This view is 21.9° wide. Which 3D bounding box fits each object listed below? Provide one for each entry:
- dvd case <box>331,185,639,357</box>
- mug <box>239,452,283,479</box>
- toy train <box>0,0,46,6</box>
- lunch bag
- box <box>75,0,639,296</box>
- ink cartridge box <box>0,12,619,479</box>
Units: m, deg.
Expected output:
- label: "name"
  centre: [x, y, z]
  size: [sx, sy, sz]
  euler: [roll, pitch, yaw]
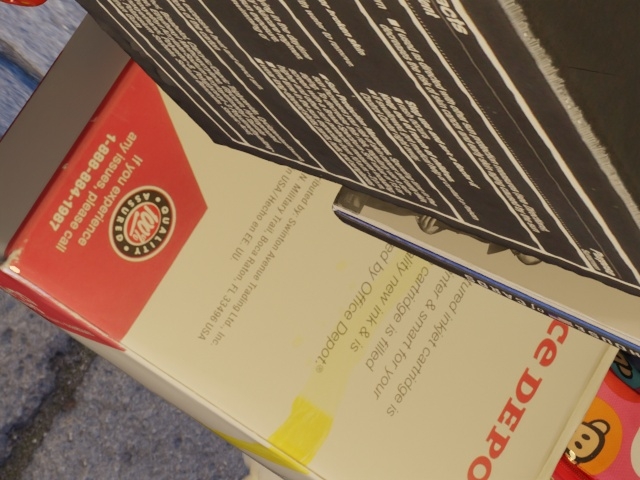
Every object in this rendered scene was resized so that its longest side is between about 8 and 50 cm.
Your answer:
- label: "dvd case"
  centre: [0.148, -0.043, 0.804]
  size: [0.239, 0.179, 0.029]
  euler: [25, 169, 25]
- label: "mug"
  centre: [0.054, 0.261, 1.499]
  size: [0.328, 0.374, 0.276]
  euler: [45, 153, 25]
- label: "toy train"
  centre: [-0.113, -0.174, 0.910]
  size: [0.143, 0.105, 0.248]
  euler: [11, 178, 15]
- label: "lunch bag"
  centre: [0.202, 0.125, 1.298]
  size: [0.258, 0.120, 0.293]
  euler: [38, -175, -32]
- label: "box"
  centre: [0.036, -0.143, 0.684]
  size: [0.294, 0.182, 0.296]
  euler: [23, 166, 36]
- label: "ink cartridge box"
  centre: [0.000, 0.000, 1.065]
  size: [0.385, 0.279, 0.160]
  euler: [38, 166, -25]
